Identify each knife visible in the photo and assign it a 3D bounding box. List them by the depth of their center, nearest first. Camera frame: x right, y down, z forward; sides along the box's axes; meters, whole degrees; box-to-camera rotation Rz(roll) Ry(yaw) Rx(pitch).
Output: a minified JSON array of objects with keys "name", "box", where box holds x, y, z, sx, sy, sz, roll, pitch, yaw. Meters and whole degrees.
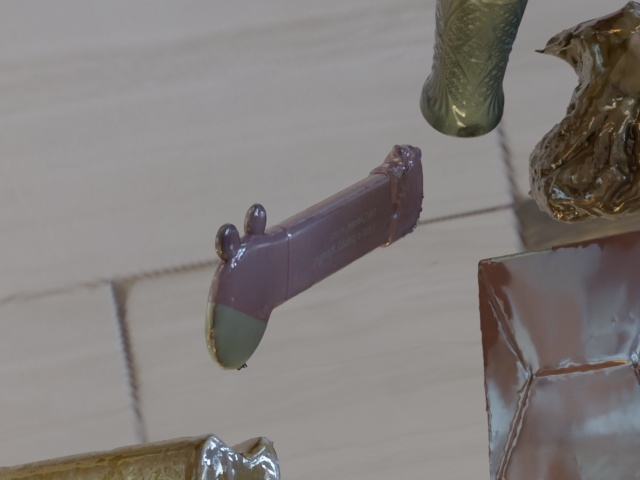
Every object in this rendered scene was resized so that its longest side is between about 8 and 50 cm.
[{"name":"knife","box":[-0.001,0.000,1.664,0.038,0.399,0.132,13,111,25]}]

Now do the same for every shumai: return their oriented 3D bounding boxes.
[{"name":"shumai","box":[0.268,-0.117,1.730,0.206,0.166,0.175,-24,104,-14]}]

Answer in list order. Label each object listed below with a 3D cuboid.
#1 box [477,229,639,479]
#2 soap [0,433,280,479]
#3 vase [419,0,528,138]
[{"name":"box","box":[0.226,0.099,1.472,0.086,0.215,0.215,9,76,-45]},{"name":"soap","box":[-0.140,0.219,1.189,0.089,0.274,0.173,16,67,-45]},{"name":"vase","box":[0.130,-0.180,1.614,0.096,0.219,0.096,2,53,-3]}]
